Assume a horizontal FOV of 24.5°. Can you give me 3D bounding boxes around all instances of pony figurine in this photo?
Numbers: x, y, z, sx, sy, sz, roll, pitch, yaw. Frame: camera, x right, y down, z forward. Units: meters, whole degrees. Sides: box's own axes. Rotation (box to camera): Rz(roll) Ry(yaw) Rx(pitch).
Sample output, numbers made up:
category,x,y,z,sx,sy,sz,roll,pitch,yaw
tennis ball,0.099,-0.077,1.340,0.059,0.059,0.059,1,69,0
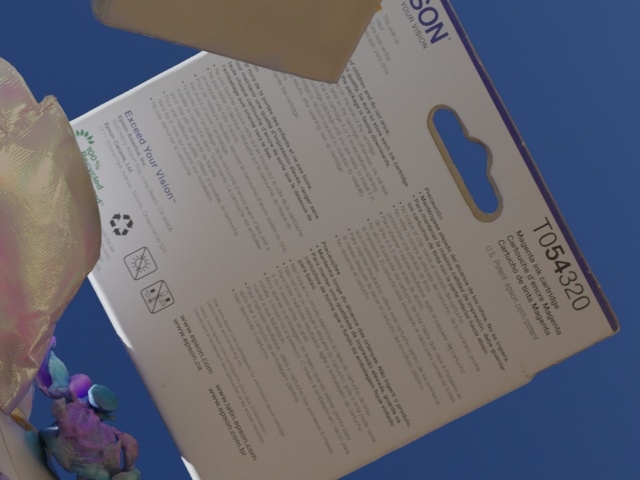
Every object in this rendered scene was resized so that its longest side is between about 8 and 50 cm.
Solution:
category,x,y,z,sx,sy,sz,roll,pitch,yaw
pony figurine,-0.244,0.110,0.939,0.363,0.302,0.351,-114,0,-48

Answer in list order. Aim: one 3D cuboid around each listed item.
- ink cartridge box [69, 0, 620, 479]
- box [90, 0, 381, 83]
category,x,y,z,sx,sy,sz,roll,pitch,yaw
ink cartridge box,0.000,0.000,1.093,0.324,0.330,0.071,63,-177,2
box,0.007,-0.235,0.609,0.121,0.311,0.148,13,-140,-24
